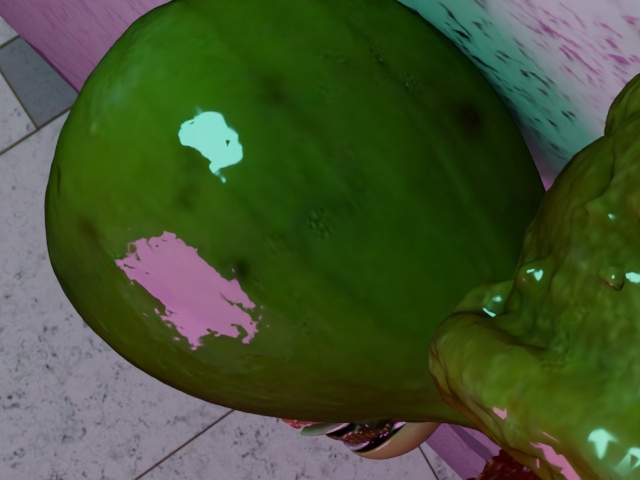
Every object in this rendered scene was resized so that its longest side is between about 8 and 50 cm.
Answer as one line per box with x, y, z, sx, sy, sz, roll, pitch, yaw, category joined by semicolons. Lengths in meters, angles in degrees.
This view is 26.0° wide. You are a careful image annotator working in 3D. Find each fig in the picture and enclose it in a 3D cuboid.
0.000;0.000;0.588;0.225;0.203;0.203;49;175;15;fig

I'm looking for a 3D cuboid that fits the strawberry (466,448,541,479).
0.176;0.233;0.861;0.261;0.257;0.261;37;165;12;strawberry

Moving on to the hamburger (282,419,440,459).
0.047;0.103;1.150;0.137;0.175;0.175;34;176;-16;hamburger

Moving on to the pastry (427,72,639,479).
0.155;0.053;0.386;0.235;0.132;0.240;33;180;7;pastry
